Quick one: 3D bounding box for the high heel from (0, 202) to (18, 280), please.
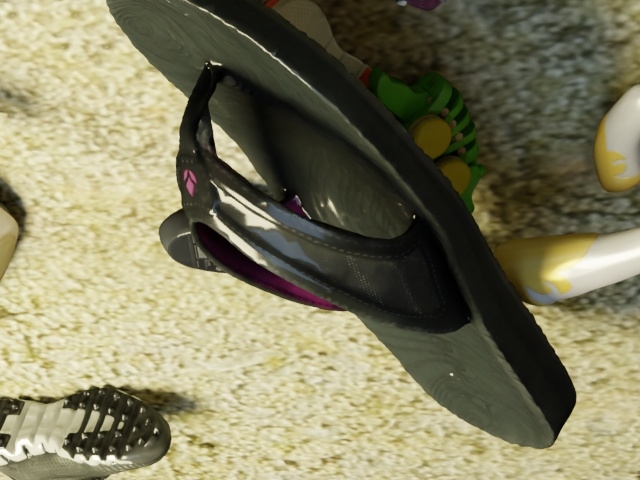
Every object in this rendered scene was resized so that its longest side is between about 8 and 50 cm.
[{"bbox_3d":[-0.334,-0.035,1.065,0.186,0.093,0.261,34,150,6],"label":"high heel"}]

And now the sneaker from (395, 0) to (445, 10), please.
[{"bbox_3d":[0.032,-0.161,0.778,0.185,0.069,0.084,-12,128,31],"label":"sneaker"}]

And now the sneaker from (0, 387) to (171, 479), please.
[{"bbox_3d":[-0.225,0.197,1.288,0.234,0.078,0.106,-6,139,30],"label":"sneaker"}]

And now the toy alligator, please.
[{"bbox_3d":[0.086,-0.053,0.906,0.051,0.056,0.190,-35,130,-4],"label":"toy alligator"}]

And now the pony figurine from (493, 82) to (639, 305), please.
[{"bbox_3d":[0.308,0.001,0.756,0.351,0.303,0.363,30,155,-4],"label":"pony figurine"}]

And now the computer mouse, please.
[{"bbox_3d":[0.000,0.000,1.012,0.242,0.041,0.071,6,149,2],"label":"computer mouse"}]

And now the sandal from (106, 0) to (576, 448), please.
[{"bbox_3d":[0.018,0.012,0.844,0.167,0.107,0.446,9,146,52],"label":"sandal"}]

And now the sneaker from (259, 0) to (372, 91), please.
[{"bbox_3d":[-0.011,-0.108,0.882,0.065,0.061,0.158,28,159,38],"label":"sneaker"}]
